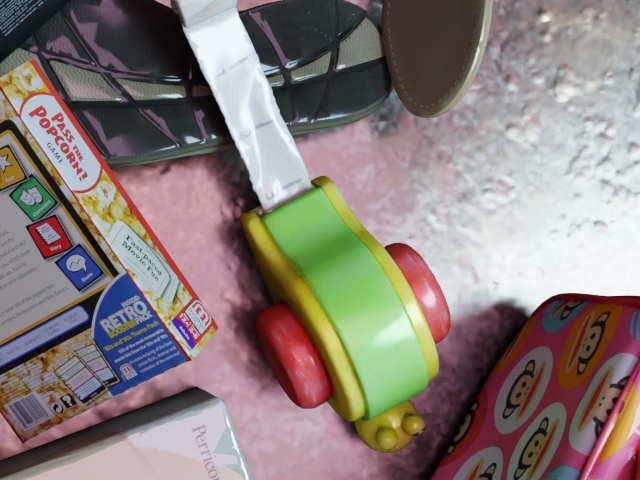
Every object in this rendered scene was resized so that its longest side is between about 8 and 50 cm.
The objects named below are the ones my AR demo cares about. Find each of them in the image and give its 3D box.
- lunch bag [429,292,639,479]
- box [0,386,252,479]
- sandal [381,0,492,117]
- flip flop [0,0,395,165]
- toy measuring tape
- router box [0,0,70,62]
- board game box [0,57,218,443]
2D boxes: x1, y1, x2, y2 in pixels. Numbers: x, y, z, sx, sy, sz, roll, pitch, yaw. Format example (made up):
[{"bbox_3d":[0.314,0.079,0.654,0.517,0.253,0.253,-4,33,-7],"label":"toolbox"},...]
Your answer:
[{"bbox_3d":[0.147,0.173,0.883,0.120,0.258,0.293,28,83,-8],"label":"lunch bag"},{"bbox_3d":[-0.186,0.207,0.885,0.311,0.121,0.148,-21,91,-11],"label":"box"},{"bbox_3d":[0.091,-0.192,0.982,0.079,0.088,0.240,9,68,-47],"label":"sandal"},{"bbox_3d":[-0.087,-0.104,0.946,0.277,0.080,0.112,-8,85,-25],"label":"flip flop"},{"bbox_3d":[0.000,0.000,0.889,0.121,0.121,0.330,-27,116,-11],"label":"toy measuring tape"},{"bbox_3d":[-0.194,-0.269,0.884,0.243,0.081,0.309,43,80,16],"label":"router box"},{"bbox_3d":[-0.174,0.011,0.883,0.147,0.045,0.193,-27,103,29],"label":"board game box"}]
